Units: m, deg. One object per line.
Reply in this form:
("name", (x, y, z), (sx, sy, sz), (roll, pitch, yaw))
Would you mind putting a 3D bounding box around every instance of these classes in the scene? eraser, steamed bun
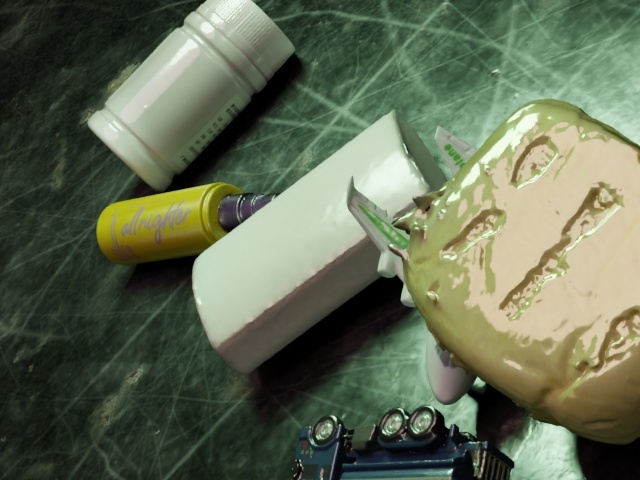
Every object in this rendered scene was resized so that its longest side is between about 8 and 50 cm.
("eraser", (0.000, 0.000, 1.482), (0.270, 0.095, 0.174), (-36, 30, 12))
("steamed bun", (0.208, 0.029, 1.155), (0.273, 0.166, 0.232), (35, 92, 32))

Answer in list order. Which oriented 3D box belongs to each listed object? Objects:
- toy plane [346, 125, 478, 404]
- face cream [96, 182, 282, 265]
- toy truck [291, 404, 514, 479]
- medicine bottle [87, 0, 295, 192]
("toy plane", (0.137, 0.026, 1.294), (0.251, 0.101, 0.255), (10, 72, 10))
("face cream", (-0.141, -0.022, 1.672), (0.273, 0.078, 0.078), (-8, 48, 42))
("toy truck", (0.068, 0.194, 1.232), (0.202, 0.074, 0.088), (-10, 56, 40))
("medicine bottle", (-0.160, -0.190, 1.821), (0.249, 0.133, 0.133), (-47, 34, 0))
